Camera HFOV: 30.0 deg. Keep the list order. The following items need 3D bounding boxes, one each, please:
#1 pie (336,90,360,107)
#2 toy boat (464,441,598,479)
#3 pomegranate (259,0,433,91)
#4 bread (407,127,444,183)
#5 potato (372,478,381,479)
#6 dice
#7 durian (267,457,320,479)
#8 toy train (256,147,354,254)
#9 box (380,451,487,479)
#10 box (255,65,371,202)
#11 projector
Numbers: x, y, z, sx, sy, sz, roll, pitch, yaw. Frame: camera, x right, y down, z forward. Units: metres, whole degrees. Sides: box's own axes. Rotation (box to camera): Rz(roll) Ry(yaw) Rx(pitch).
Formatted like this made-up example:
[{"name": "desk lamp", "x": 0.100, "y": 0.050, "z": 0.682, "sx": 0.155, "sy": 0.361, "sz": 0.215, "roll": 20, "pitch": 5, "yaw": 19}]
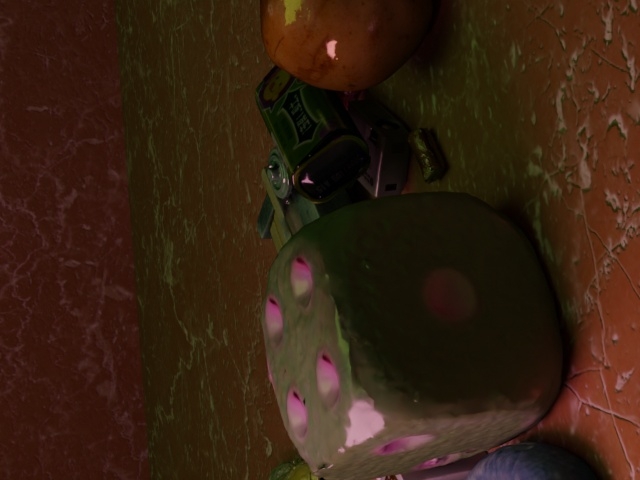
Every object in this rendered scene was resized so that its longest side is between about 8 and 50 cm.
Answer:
[{"name": "pie", "x": 0.036, "y": -0.304, "z": 2.081, "sx": 0.153, "sy": 0.038, "sz": 0.153, "roll": 175, "pitch": 90, "yaw": -70}, {"name": "toy boat", "x": 0.262, "y": 0.386, "z": 1.611, "sx": 0.330, "sy": 0.123, "sz": 0.215, "roll": 135, "pitch": 126, "yaw": -65}, {"name": "pomegranate", "x": 0.037, "y": -0.348, "z": 1.776, "sx": 0.264, "sy": 0.264, "sz": 0.264, "roll": 173, "pitch": 90, "yaw": -68}, {"name": "bread", "x": 0.162, "y": -0.130, "z": 1.823, "sx": 0.047, "sy": 0.036, "sz": 0.083, "roll": 104, "pitch": 150, "yaw": -59}, {"name": "potato", "x": 0.096, "y": 0.356, "z": 1.964, "sx": 0.262, "sy": 0.165, "sz": 0.164, "roll": 1, "pitch": 97, "yaw": 56}, {"name": "dice", "x": 0.114, "y": 0.137, "z": 1.639, "sx": 0.330, "sy": 0.318, "sz": 0.322, "roll": 124, "pitch": 136, "yaw": -57}, {"name": "durian", "x": -0.055, "y": 0.521, "z": 2.466, "sx": 0.250, "sy": 0.101, "sz": 0.139, "roll": 152, "pitch": 110, "yaw": -67}, {"name": "toy train", "x": 0.000, "y": 0.000, "z": 2.096, "sx": 0.253, "sy": 0.160, "sz": 0.397, "roll": 111, "pitch": 145, "yaw": -49}, {"name": "box", "x": 0.159, "y": 0.414, "z": 1.832, "sx": 0.067, "sy": 0.155, "sz": 0.242, "roll": -118, "pitch": 31, "yaw": -45}, {"name": "box", "x": -0.018, "y": -0.193, "z": 1.984, "sx": 0.134, "sy": 0.097, "sz": 0.345, "roll": -46, "pitch": 30, "yaw": 13}, {"name": "projector", "x": 0.092, "y": -0.153, "z": 1.955, "sx": 0.147, "sy": 0.061, "sz": 0.115, "roll": -128, "pitch": 36, "yaw": -53}]
